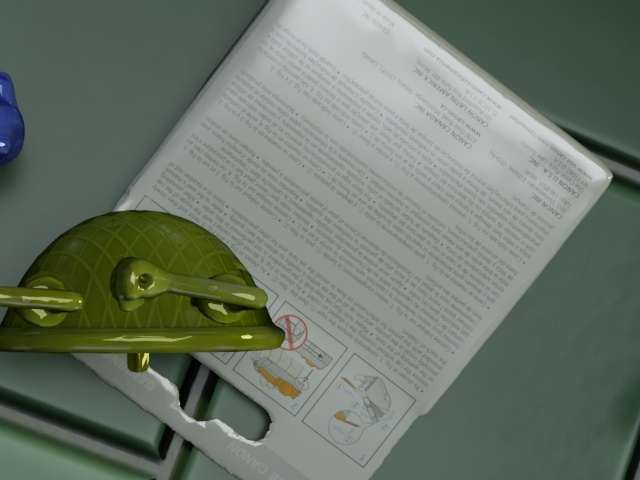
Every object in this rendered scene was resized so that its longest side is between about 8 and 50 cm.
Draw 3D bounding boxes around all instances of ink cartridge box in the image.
[{"bbox_3d":[0.000,0.000,0.839,0.181,0.056,0.224,37,97,-5],"label":"ink cartridge box"}]

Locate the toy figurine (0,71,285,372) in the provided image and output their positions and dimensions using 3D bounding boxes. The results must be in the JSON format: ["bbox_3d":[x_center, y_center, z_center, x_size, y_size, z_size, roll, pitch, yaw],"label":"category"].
[{"bbox_3d":[-0.198,-0.056,0.729,0.363,0.191,0.217,-2,75,-5],"label":"toy figurine"}]
